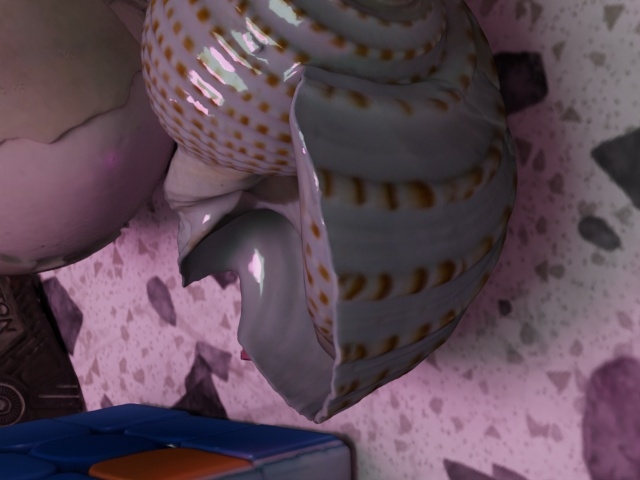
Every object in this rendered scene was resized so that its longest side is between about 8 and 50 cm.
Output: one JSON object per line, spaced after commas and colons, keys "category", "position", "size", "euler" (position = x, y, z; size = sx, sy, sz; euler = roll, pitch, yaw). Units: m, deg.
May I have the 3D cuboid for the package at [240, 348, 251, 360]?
{"category": "package", "position": [-0.041, 0.055, 1.035], "size": [0.059, 0.029, 0.083], "euler": [-3, 83, 44]}

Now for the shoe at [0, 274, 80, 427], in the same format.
{"category": "shoe", "position": [-0.331, 0.133, 1.301], "size": [0.149, 0.109, 0.293], "euler": [-41, 62, 45]}

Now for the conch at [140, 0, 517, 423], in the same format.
{"category": "conch", "position": [0.014, -0.049, 0.839], "size": [0.319, 0.215, 0.303], "euler": [94, 154, -59]}

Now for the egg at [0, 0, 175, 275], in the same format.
{"category": "egg", "position": [-0.253, -0.107, 1.062], "size": [0.336, 0.278, 0.278], "euler": [19, 107, 47]}

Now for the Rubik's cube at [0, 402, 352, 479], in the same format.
{"category": "Rubik's cube", "position": [-0.169, 0.296, 1.005], "size": [0.292, 0.290, 0.291], "euler": [2, 96, 45]}
